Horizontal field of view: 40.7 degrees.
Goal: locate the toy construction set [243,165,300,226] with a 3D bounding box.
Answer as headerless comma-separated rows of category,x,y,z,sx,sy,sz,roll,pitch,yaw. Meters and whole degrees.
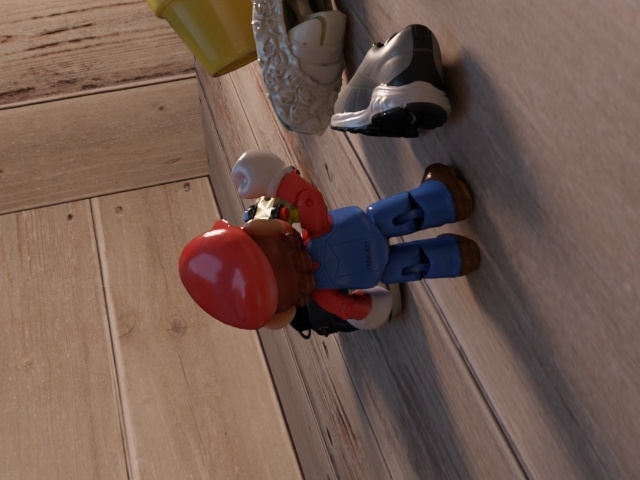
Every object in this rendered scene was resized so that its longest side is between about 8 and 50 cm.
toy construction set,-0.082,-0.030,1.804,0.215,0.151,0.327,62,-161,-47

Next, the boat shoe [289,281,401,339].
boat shoe,0.001,0.069,1.475,0.500,0.156,0.186,-172,69,-80

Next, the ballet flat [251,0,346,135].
ballet flat,-0.030,-0.358,1.271,0.147,0.147,0.408,-162,60,-77

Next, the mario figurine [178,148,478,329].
mario figurine,0.000,0.000,0.964,0.170,0.321,0.198,110,147,-68

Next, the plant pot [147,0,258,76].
plant pot,-0.205,-0.475,1.754,0.239,0.254,0.254,63,170,-5

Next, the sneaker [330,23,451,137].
sneaker,0.082,-0.177,1.004,0.271,0.100,0.108,178,94,-75
